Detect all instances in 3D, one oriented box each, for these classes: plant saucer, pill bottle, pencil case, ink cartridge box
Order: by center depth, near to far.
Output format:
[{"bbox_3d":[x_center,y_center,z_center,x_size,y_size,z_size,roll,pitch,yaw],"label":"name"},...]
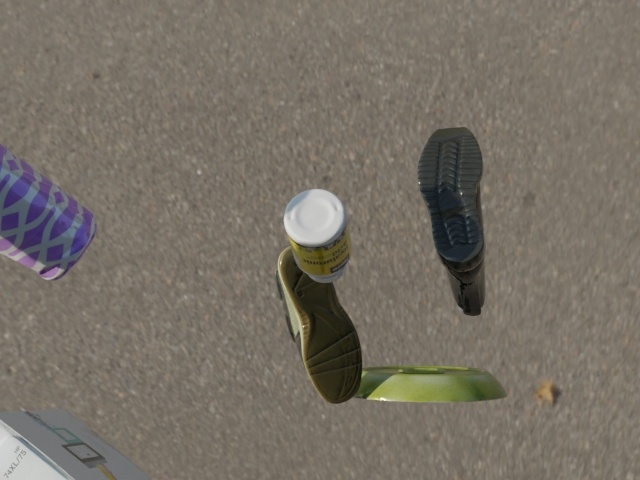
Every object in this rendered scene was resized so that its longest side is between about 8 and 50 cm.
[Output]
[{"bbox_3d":[-0.302,-0.046,0.913,0.086,0.206,0.088,-52,31,-8],"label":"pencil case"},{"bbox_3d":[0.000,0.000,1.057,0.065,0.116,0.065,-3,64,6],"label":"pill bottle"},{"bbox_3d":[0.146,0.202,1.438,0.241,0.241,0.037,0,86,10],"label":"plant saucer"},{"bbox_3d":[-0.420,0.387,1.498,0.197,0.270,0.198,35,88,11],"label":"ink cartridge box"}]

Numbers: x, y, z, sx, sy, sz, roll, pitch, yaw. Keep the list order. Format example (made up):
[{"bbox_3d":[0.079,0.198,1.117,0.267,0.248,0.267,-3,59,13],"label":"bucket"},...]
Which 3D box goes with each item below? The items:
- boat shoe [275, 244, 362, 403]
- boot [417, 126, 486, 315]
[{"bbox_3d":[-0.005,0.107,1.342,0.080,0.073,0.223,-21,102,-11],"label":"boat shoe"},{"bbox_3d":[0.160,-0.022,1.188,0.077,0.137,0.197,-3,55,13],"label":"boot"}]
